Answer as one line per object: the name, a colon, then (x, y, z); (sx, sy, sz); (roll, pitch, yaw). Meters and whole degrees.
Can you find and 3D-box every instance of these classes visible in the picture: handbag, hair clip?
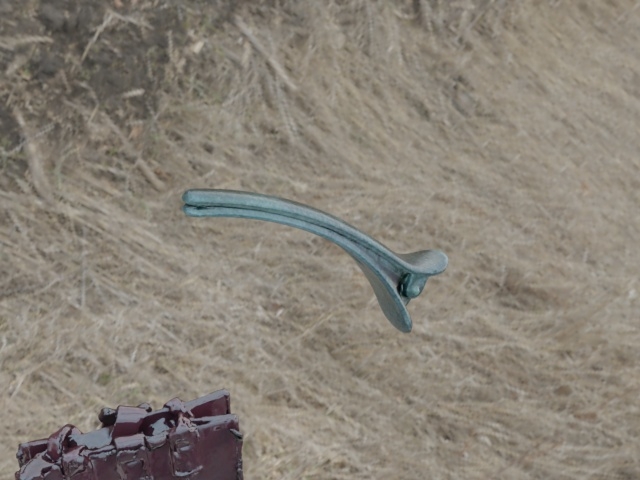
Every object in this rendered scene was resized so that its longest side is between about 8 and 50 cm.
handbag: (-0.173, 0.251, 0.847); (0.203, 0.216, 0.074); (-13, 30, -17)
hair clip: (0.000, 0.000, 0.618); (0.229, 0.070, 0.039); (27, 4, -38)
